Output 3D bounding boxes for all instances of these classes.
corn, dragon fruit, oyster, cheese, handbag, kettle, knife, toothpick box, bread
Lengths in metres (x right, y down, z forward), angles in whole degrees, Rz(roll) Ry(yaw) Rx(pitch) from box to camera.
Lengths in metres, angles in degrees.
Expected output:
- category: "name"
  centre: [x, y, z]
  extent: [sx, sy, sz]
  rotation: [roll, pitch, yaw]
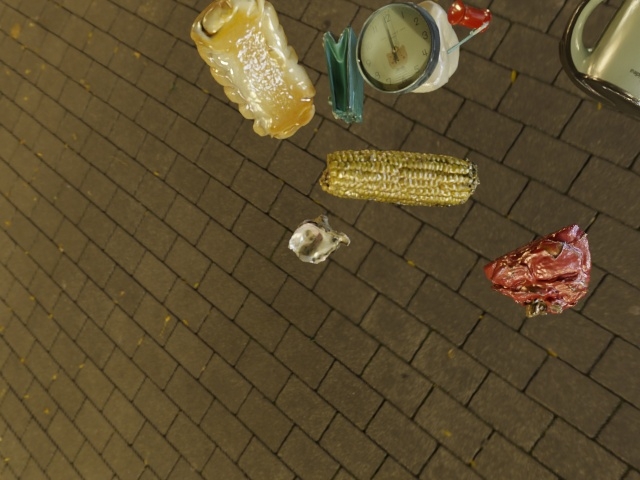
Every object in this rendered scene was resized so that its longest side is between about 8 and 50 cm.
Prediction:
- category: "corn"
  centre: [0.156, -0.121, 0.893]
  extent: [0.317, 0.115, 0.115]
  rotation: [3, 83, -10]
- category: "dragon fruit"
  centre: [0.575, 0.114, 1.241]
  extent: [0.205, 0.152, 0.317]
  rotation: [63, 148, 12]
- category: "oyster"
  centre: [0.000, 0.000, 1.484]
  extent: [0.191, 0.081, 0.163]
  rotation: [16, 106, 14]
- category: "cheese"
  centre: [0.333, -0.561, 1.435]
  extent: [0.173, 0.247, 0.252]
  rotation: [-6, 83, 32]
- category: "handbag"
  centre: [0.078, -0.533, 1.516]
  extent: [0.100, 0.268, 0.274]
  rotation: [0, 97, 15]
- category: "kettle"
  centre: [0.534, -0.349, 0.769]
  extent: [0.221, 0.161, 0.236]
  rotation: [31, 112, 3]
- category: "knife"
  centre: [0.259, -0.361, 0.821]
  extent: [0.027, 0.096, 0.010]
  rotation: [-41, 100, -26]
- category: "toothpick box"
  centre: [0.300, -0.455, 0.933]
  extent: [0.047, 0.083, 0.047]
  rotation: [1, 91, 60]
- category: "bread"
  centre: [-0.130, -0.355, 0.964]
  extent: [0.172, 0.311, 0.121]
  rotation: [-35, 43, -2]

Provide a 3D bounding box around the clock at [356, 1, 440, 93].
- category: "clock"
  centre: [0.198, -0.498, 1.199]
  extent: [0.225, 0.049, 0.226]
  rotation: [11, 112, 30]
